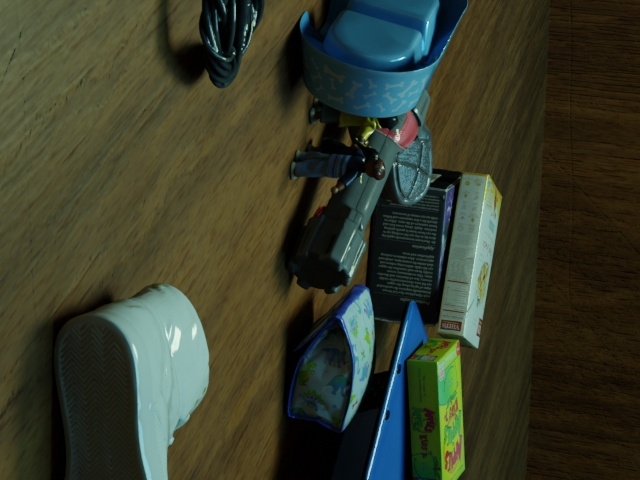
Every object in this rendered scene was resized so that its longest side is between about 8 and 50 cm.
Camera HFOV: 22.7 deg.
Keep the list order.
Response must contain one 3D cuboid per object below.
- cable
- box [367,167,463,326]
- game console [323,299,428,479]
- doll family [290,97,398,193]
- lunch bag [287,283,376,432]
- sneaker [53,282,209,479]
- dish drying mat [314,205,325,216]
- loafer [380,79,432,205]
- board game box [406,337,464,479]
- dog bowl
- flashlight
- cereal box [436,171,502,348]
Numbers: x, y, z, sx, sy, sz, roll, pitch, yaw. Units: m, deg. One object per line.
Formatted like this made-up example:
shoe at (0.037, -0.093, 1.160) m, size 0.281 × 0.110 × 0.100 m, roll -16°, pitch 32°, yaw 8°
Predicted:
cable at (-0.085, -0.218, 1.486) m, size 0.184 × 0.047 × 0.150 m, roll -73°, pitch 176°, yaw -49°
box at (0.140, 0.006, 2.339) m, size 0.153 × 0.108 × 0.207 m, roll -39°, pitch 134°, yaw -70°
game console at (0.052, 0.257, 2.083) m, size 0.173 × 0.250 × 0.293 m, roll 38°, pitch 53°, yaw -31°
doll family at (0.038, -0.120, 1.886) m, size 0.076 × 0.111 × 0.193 m, roll 75°, pitch 27°, yaw -56°
lunch bag at (0.020, 0.140, 1.976) m, size 0.129 × 0.096 × 0.151 m, roll -49°, pitch 155°, yaw -67°
sneaker at (-0.147, 0.184, 1.354) m, size 0.169 × 0.108 × 0.293 m, roll -34°, pitch 128°, yaw -67°
dish drying mat at (0.000, 0.000, 2.003) m, size 0.032 × 0.008 × 0.083 m, roll -57°, pitch 150°, yaw -61°
loafer at (0.090, -0.199, 2.134) m, size 0.109 × 0.095 × 0.303 m, roll -13°, pitch 108°, yaw -42°
board game box at (0.149, 0.226, 2.051) m, size 0.092 × 0.043 × 0.181 m, roll -35°, pitch 124°, yaw -63°
dog bowl at (0.071, -0.238, 1.877) m, size 0.297 × 0.166 × 0.074 m, roll -61°, pitch 166°, yaw -55°
flashlight at (0.043, -0.072, 1.958) m, size 0.304 × 0.103 × 0.103 m, roll -66°, pitch 147°, yaw -31°
cereal box at (0.221, 0.033, 2.345) m, size 0.173 × 0.047 × 0.240 m, roll 35°, pitch 63°, yaw -75°
